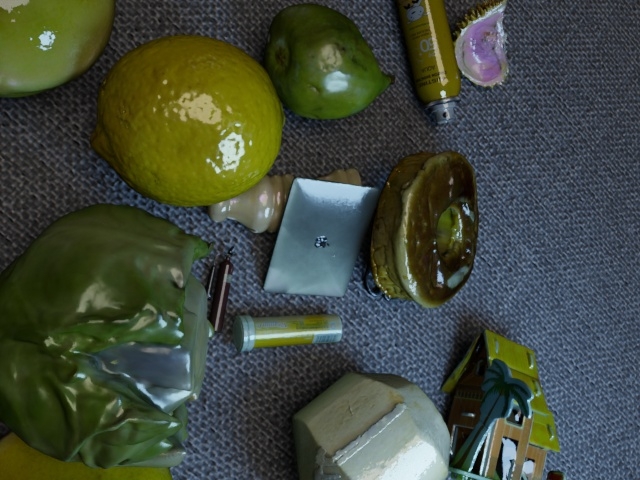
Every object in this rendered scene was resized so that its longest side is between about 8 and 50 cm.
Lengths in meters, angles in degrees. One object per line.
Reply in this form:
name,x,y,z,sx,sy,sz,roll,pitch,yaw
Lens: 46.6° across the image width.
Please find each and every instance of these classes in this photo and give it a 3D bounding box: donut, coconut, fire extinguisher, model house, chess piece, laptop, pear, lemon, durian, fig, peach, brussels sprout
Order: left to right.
peach,-0.508,-0.404,1.262,0.315,0.281,0.314,-23,89,-30
pear,-0.412,0.477,1.284,0.386,0.191,0.340,47,71,-13
brussels sprout,-0.376,0.160,1.248,0.360,0.342,0.426,4,71,0
lemon,-0.234,-0.216,1.344,0.336,0.336,0.336,2,86,-22
fire extinguisher,-0.205,0.096,1.485,0.048,0.035,0.173,8,82,17
chess piece,-0.076,-0.079,1.506,0.307,0.139,0.124,1,50,-19
laptop,0.000,0.000,1.502,0.187,0.015,0.269,6,119,-21
fig,0.042,-0.356,1.510,0.314,0.233,0.233,2,85,-16
coconut,0.085,0.416,1.445,0.322,0.323,0.323,2,86,-22
donut,0.219,-0.025,1.563,0.330,0.159,0.330,-8,102,-43
durian,0.375,-0.457,1.701,0.165,0.132,0.182,-57,142,-1
model house,0.424,0.371,1.559,0.300,0.340,0.324,21,75,-21

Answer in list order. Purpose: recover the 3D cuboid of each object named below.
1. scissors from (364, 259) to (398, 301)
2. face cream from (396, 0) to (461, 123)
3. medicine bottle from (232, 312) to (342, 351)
scissors,0.171,-0.015,1.649,0.109,0.022,0.300,20,78,-24
face cream,0.244,-0.436,1.665,0.105,0.105,0.349,-13,92,-22
medicine bottle,-0.065,0.184,1.513,0.218,0.074,0.074,0,86,-24
